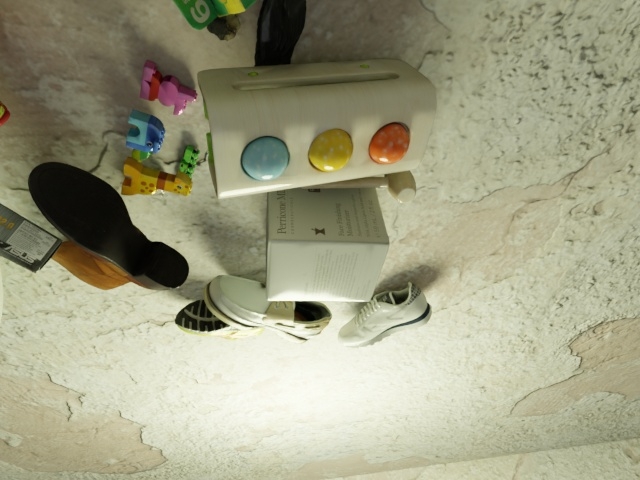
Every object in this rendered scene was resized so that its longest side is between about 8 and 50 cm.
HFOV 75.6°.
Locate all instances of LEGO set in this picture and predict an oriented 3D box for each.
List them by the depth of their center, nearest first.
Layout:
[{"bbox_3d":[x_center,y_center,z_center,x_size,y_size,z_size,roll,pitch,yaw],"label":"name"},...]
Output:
[{"bbox_3d":[-0.226,-0.120,0.596,0.093,0.087,0.227,14,134,-19],"label":"LEGO set"}]

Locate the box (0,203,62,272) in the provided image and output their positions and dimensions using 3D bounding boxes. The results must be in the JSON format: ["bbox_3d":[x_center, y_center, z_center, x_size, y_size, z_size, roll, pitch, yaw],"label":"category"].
[{"bbox_3d":[-0.477,-0.052,0.523,0.183,0.056,0.231,12,154,41],"label":"box"}]

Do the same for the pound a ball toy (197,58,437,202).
[{"bbox_3d":[0.017,-0.111,0.549,0.319,0.136,0.208,-10,136,-17],"label":"pound a ball toy"}]

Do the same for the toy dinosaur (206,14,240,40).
[{"bbox_3d":[-0.099,-0.320,0.395,0.118,0.064,0.268,-31,148,-7],"label":"toy dinosaur"}]

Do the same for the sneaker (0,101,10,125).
[{"bbox_3d":[-0.436,-0.195,0.499,0.279,0.107,0.118,-23,140,32],"label":"sneaker"}]

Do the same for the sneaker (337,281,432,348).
[{"bbox_3d":[0.133,0.170,0.950,0.235,0.090,0.095,-29,119,18],"label":"sneaker"}]

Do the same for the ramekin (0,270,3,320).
[{"bbox_3d":[-0.636,0.094,0.636,0.148,0.303,0.303,-2,137,-14],"label":"ramekin"}]

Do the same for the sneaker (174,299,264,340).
[{"bbox_3d":[-0.218,0.192,0.928,0.208,0.082,0.094,5,138,-11],"label":"sneaker"}]

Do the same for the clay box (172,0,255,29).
[{"bbox_3d":[-0.059,-0.298,0.349,0.053,0.222,0.127,20,155,42],"label":"clay box"}]

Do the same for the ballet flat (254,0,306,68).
[{"bbox_3d":[-0.059,-0.245,0.517,0.057,0.049,0.173,-1,131,-26],"label":"ballet flat"}]

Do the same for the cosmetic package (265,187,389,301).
[{"bbox_3d":[0.000,0.000,0.696,0.183,0.151,0.151,1,136,-9],"label":"cosmetic package"}]

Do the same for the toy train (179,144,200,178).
[{"bbox_3d":[-0.212,-0.115,0.653,0.023,0.017,0.083,23,131,-14],"label":"toy train"}]

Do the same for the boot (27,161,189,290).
[{"bbox_3d":[-0.387,-0.005,0.681,0.280,0.096,0.264,-4,147,39],"label":"boot"}]

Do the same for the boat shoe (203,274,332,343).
[{"bbox_3d":[-0.098,0.131,0.863,0.103,0.113,0.302,-34,140,25],"label":"boat shoe"}]
